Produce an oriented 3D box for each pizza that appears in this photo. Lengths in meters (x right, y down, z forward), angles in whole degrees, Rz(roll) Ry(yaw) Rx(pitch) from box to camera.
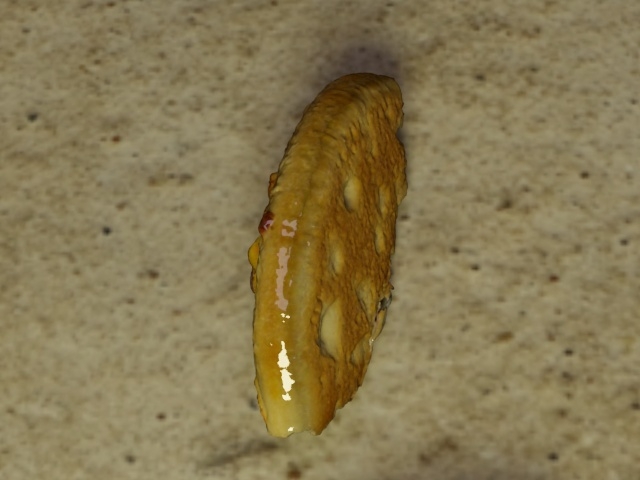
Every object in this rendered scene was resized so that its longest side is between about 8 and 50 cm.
[{"bbox_3d":[-0.002,0.000,1.017,0.058,0.127,0.246,-2,67,28],"label":"pizza"}]
